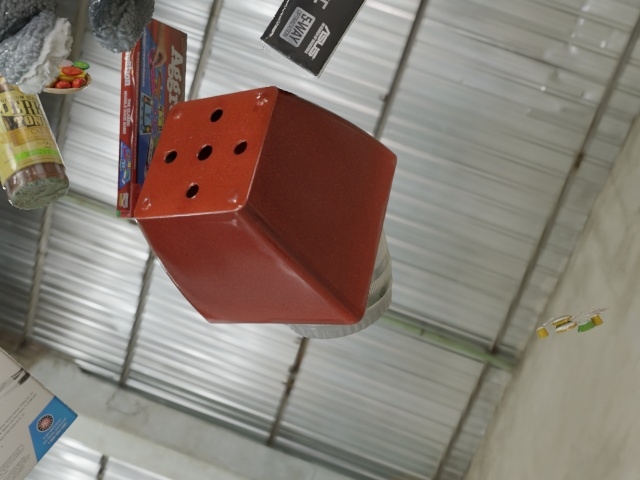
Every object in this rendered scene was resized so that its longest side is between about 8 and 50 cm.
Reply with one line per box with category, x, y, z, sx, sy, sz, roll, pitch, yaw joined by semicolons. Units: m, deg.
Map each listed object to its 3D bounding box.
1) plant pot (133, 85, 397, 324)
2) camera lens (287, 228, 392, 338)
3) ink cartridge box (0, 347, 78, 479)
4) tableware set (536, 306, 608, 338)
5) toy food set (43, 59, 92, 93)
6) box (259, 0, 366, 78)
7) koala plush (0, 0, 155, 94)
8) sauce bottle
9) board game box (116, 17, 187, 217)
plant pot;-0.086;-0.057;1.122;0.236;0.267;0.267;44;-128;-47
camera lens;0.000;0.000;1.426;0.219;0.220;0.274;-66;-34;-53
ink cartridge box;-0.427;0.203;1.028;0.148;0.203;0.086;-50;31;-21
tableware set;0.509;0.176;1.719;0.104;0.024;0.154;-26;3;-38
toy food set;-0.339;-0.214;1.092;0.082;0.083;0.020;-100;17;-56
box;0.023;-0.311;0.985;0.242;0.077;0.307;-57;9;6
koala plush;-0.258;-0.226;0.702;0.221;0.196;0.203;-64;4;-34
sauce bottle;-0.545;-0.226;1.474;0.111;0.112;0.344;90;155;-76
board game box;-0.240;-0.172;1.214;0.145;0.027;0.281;-5;-82;-72
